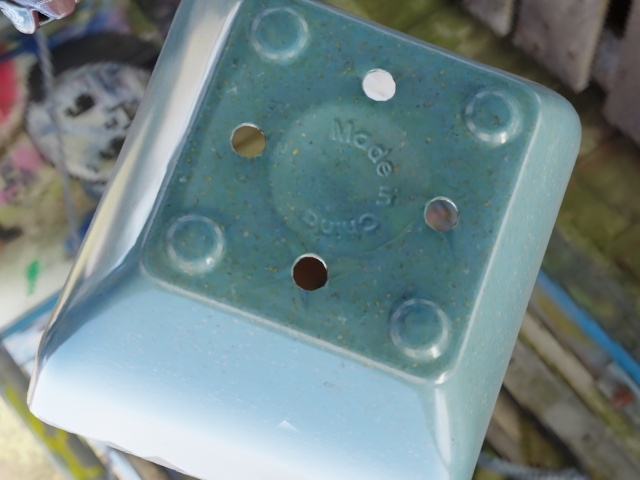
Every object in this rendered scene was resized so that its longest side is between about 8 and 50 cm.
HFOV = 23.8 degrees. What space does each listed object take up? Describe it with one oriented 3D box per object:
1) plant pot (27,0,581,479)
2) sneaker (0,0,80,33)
[{"bbox_3d":[0.000,0.000,0.774,0.247,0.247,0.252,21,165,-1],"label":"plant pot"},{"bbox_3d":[-0.305,-0.264,1.361,0.281,0.106,0.162,39,164,46],"label":"sneaker"}]
